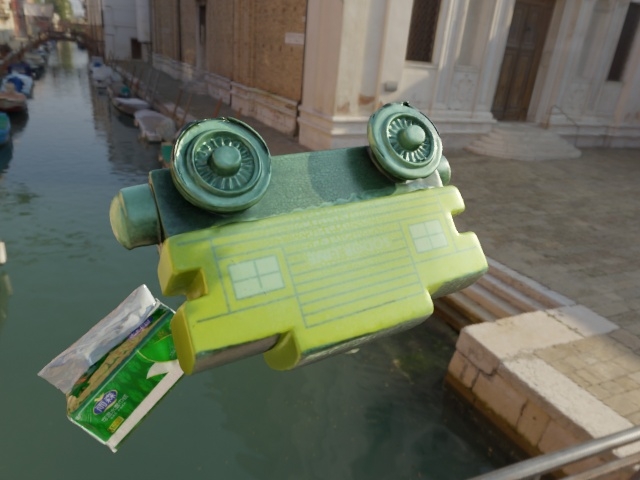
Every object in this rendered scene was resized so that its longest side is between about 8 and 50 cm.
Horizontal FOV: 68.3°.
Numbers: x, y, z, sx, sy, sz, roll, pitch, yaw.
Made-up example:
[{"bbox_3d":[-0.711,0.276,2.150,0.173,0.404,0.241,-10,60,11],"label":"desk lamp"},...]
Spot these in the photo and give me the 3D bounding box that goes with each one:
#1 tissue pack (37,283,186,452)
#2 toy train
[{"bbox_3d":[-0.317,0.192,0.768,0.209,0.156,0.148,-47,26,-19],"label":"tissue pack"},{"bbox_3d":[0.000,0.000,0.564,0.441,0.273,0.179,-12,-12,-26],"label":"toy train"}]
